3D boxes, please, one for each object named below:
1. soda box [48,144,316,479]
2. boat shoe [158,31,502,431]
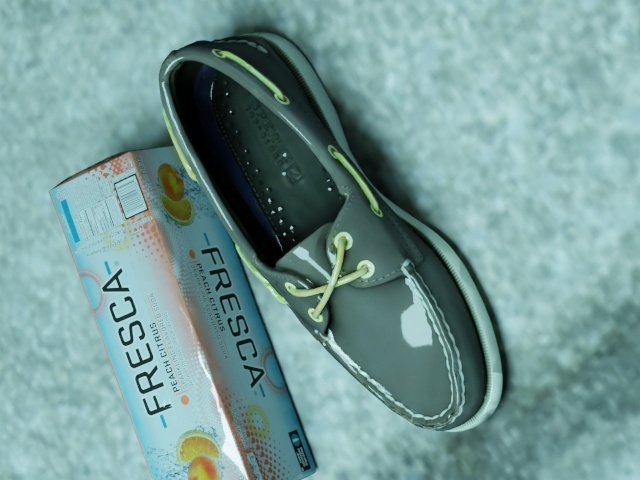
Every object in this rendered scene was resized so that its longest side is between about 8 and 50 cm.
[{"bbox_3d":[-0.069,0.045,0.984,0.058,0.063,0.183,-23,84,31],"label":"soda box"},{"bbox_3d":[0.000,0.000,0.935,0.081,0.069,0.227,-42,75,28],"label":"boat shoe"}]
